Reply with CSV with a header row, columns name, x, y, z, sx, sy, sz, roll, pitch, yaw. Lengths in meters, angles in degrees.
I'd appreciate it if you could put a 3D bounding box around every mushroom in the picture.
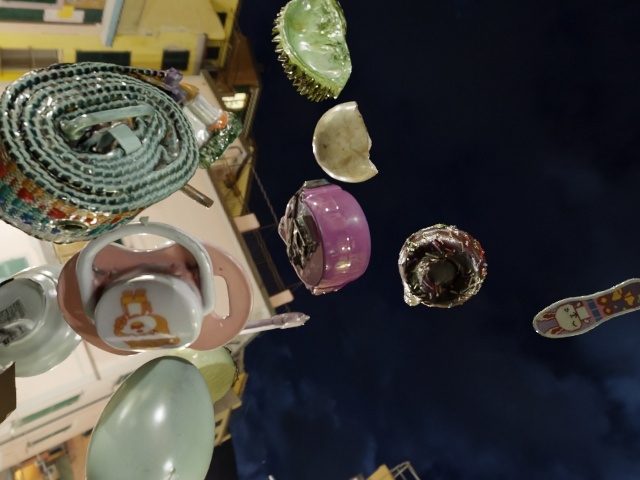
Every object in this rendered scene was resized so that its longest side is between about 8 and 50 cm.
name,x,y,z,sx,sy,sz,roll,pitch,yaw
mushroom,0.071,-0.310,1.596,0.189,0.195,0.254,-13,-77,7

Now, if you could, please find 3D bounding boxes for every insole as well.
name,x,y,z,sx,sy,sz,roll,pitch,yaw
insole,0.467,0.120,0.841,0.197,0.004,0.065,-24,-92,20

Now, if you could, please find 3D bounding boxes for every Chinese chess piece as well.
name,x,y,z,sx,sy,sz,roll,pitch,yaw
Chinese chess piece,-0.325,0.350,1.238,0.092,0.237,0.238,45,-47,35

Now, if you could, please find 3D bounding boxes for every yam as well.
name,x,y,z,sx,sy,sz,roll,pitch,yaw
yam,-0.338,-0.128,1.243,0.145,0.032,0.032,34,-33,-25

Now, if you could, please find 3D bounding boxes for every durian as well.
name,x,y,z,sx,sy,sz,roll,pitch,yaw
durian,-0.026,-0.578,1.403,0.198,0.163,0.394,-9,-112,24

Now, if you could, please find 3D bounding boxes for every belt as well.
name,x,y,z,sx,sy,sz,roll,pitch,yaw
belt,-0.287,-0.124,0.660,0.160,0.295,0.207,-27,-90,38

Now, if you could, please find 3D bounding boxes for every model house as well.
name,x,y,z,sx,sy,sz,roll,pitch,yaw
model house,-0.403,-0.357,1.338,0.271,0.190,0.301,23,-15,46

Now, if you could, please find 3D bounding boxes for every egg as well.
name,x,y,z,sx,sy,sz,roll,pitch,yaw
egg,-0.257,0.303,0.766,0.264,0.182,0.183,-87,-160,-45

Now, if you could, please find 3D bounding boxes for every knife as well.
name,x,y,z,sx,sy,sz,roll,pitch,yaw
knife,-0.220,0.226,1.264,0.398,0.132,0.038,-11,-104,12

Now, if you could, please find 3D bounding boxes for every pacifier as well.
name,x,y,z,sx,sy,sz,roll,pitch,yaw
pacifier,-0.284,0.092,0.871,0.273,0.332,0.220,104,-17,-81

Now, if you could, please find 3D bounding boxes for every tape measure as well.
name,x,y,z,sx,sy,sz,roll,pitch,yaw
tape measure,0.000,0.000,1.098,0.245,0.149,0.232,112,-39,-50

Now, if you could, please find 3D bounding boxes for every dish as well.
name,x,y,z,sx,sy,sz,roll,pitch,yaw
dish,-0.764,0.189,1.270,0.316,0.316,0.106,52,-9,22

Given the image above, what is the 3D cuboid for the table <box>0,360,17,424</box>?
name,x,y,z,sx,sy,sz,roll,pitch,yaw
table,-0.774,0.346,1.016,0.169,0.193,0.172,19,-61,1

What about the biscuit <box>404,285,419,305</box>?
name,x,y,z,sx,sy,sz,roll,pitch,yaw
biscuit,0.300,0.139,1.618,0.061,0.055,0.219,31,-28,33

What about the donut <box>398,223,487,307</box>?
name,x,y,z,sx,sy,sz,roll,pitch,yaw
donut,0.319,0.076,1.283,0.235,0.089,0.235,5,-66,12
